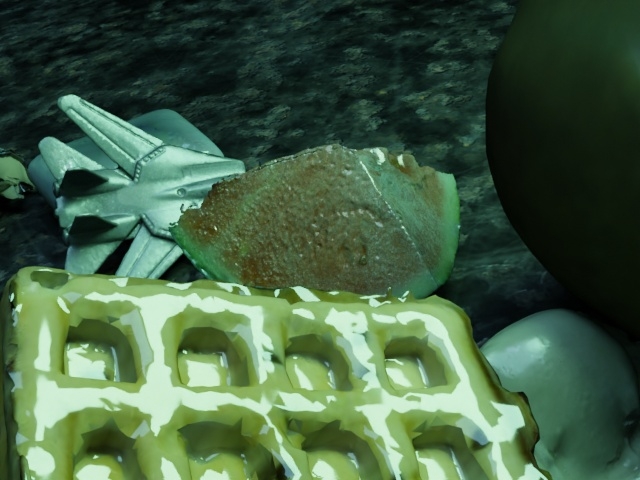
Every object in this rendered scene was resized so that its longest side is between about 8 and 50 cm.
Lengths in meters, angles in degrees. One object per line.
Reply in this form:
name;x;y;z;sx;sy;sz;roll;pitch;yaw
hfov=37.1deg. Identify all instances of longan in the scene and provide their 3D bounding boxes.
longan;0.291;-0.077;0.619;0.361;0.361;0.361;-6;33;4

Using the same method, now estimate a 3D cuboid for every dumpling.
dumpling;0.153;0.109;0.599;0.188;0.108;0.127;-18;56;-38

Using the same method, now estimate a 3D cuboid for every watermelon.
watermelon;0.008;0.020;0.783;0.231;0.128;0.146;-18;59;11

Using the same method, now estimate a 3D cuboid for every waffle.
waffle;-0.009;0.175;0.380;0.261;0.114;0.376;9;40;-24

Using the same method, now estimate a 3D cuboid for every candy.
candy;-0.200;-0.074;0.985;0.174;0.071;0.138;-26;40;-23

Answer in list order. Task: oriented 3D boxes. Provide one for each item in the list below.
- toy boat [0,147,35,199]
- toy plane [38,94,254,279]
toy boat;-0.411;-0.061;1.031;0.210;0.066;0.084;-9;-2;17
toy plane;-0.119;-0.041;0.902;0.267;0.212;0.088;-7;-14;-31
